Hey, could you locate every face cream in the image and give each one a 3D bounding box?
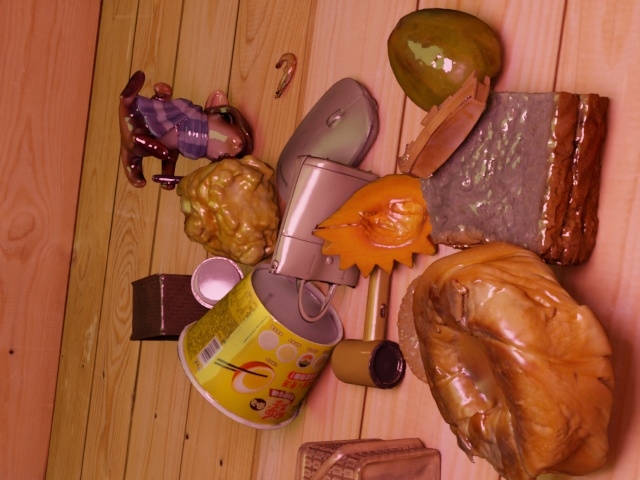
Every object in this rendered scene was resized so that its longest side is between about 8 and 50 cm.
[{"bbox_3d":[-0.228,0.097,1.805,0.104,0.117,0.117,100,169,-81],"label":"face cream"}]

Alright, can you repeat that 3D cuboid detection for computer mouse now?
[{"bbox_3d":[0.002,-0.197,1.730,0.331,0.095,0.197,-50,52,38],"label":"computer mouse"}]

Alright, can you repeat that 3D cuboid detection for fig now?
[{"bbox_3d":[0.207,-0.316,1.395,0.181,0.191,0.181,-63,3,6],"label":"fig"}]

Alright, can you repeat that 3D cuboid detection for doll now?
[{"bbox_3d":[-0.329,-0.248,1.984,0.209,0.339,0.318,21,111,56],"label":"doll"}]

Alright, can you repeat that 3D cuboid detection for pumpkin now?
[{"bbox_3d":[0.127,-0.029,1.518,0.253,0.130,0.149,-9,39,17],"label":"pumpkin"}]

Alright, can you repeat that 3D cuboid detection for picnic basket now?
[{"bbox_3d":[0.072,0.498,1.404,0.175,0.228,0.313,-2,83,47],"label":"picnic basket"}]

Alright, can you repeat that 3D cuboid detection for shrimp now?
[{"bbox_3d":[-0.093,-0.397,1.946,0.083,0.023,0.114,42,113,52],"label":"shrimp"}]

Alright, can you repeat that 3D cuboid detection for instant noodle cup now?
[{"bbox_3d":[-0.106,0.206,1.672,0.221,0.311,0.311,-50,46,23],"label":"instant noodle cup"}]

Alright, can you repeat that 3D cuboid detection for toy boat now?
[{"bbox_3d":[0.192,-0.177,1.266,0.206,0.064,0.072,-51,30,34],"label":"toy boat"}]

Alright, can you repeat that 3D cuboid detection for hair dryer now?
[{"bbox_3d":[0.099,0.141,1.561,0.135,0.090,0.279,-6,74,56],"label":"hair dryer"}]

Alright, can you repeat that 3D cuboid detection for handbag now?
[{"bbox_3d":[0.000,0.000,1.577,0.109,0.241,0.316,18,94,43],"label":"handbag"}]

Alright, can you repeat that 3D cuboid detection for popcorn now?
[{"bbox_3d":[-0.201,-0.059,1.850,0.241,0.234,0.250,4,114,71],"label":"popcorn"}]

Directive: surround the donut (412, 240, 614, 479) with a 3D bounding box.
[{"bbox_3d":[0.273,0.180,1.162,0.360,0.170,0.360,54,155,40],"label":"donut"}]

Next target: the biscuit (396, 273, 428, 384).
[{"bbox_3d":[0.213,0.155,1.431,0.219,0.033,0.220,-9,79,52],"label":"biscuit"}]

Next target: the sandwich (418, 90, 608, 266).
[{"bbox_3d":[0.284,-0.107,1.286,0.325,0.131,0.262,10,95,55],"label":"sandwich"}]

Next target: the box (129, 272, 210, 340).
[{"bbox_3d":[-0.299,0.166,1.935,0.184,0.273,0.143,-18,70,52],"label":"box"}]
